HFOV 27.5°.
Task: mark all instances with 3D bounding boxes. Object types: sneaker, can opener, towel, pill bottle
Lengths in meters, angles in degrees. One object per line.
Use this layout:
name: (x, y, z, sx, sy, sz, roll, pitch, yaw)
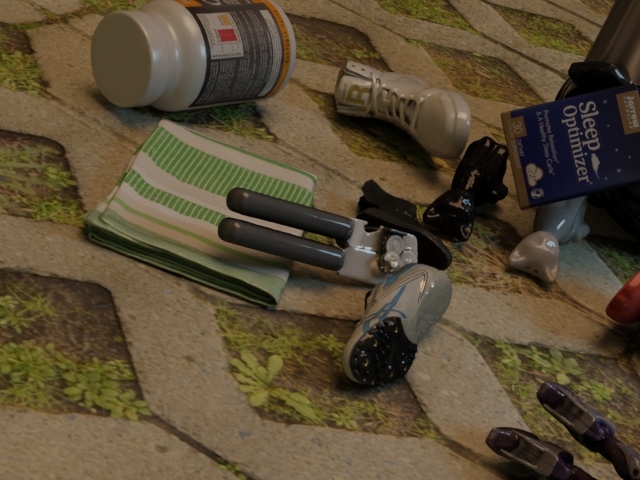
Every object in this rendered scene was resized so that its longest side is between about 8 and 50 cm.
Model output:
sneaker: (0.114, -0.021, 1.741, 0.170, 0.051, 0.089, 27, 33, 19)
sneaker: (0.075, 0.096, 1.494, 0.086, 0.085, 0.237, 3, 23, 27)
sneaker: (0.109, -0.200, 1.992, 0.169, 0.108, 0.292, 7, 15, -19)
can opener: (0.000, 0.000, 1.584, 0.280, 0.074, 0.093, 15, 0, -33)
towel: (-0.138, -0.046, 1.635, 0.248, 0.038, 0.325, 21, 28, -1)
pill bottle: (-0.180, -0.268, 1.870, 0.162, 0.162, 0.278, 38, 32, 30)

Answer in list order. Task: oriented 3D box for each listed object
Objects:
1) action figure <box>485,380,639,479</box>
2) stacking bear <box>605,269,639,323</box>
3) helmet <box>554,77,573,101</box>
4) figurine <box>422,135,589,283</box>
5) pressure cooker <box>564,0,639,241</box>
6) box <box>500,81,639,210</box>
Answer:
action figure: (0.302, 0.246, 1.290, 0.099, 0.185, 0.285, 43, -7, -40)
stacking bear: (0.531, 0.127, 1.651, 0.289, 0.175, 0.164, 43, 4, 19)
helmet: (0.477, -0.220, 2.215, 0.169, 0.161, 0.169, 16, 28, -9)
figurine: (0.267, -0.033, 1.845, 0.215, 0.092, 0.209, 27, 36, 11)
pressure cooker: (0.560, -0.188, 1.959, 0.370, 0.420, 0.375, 27, -12, 12)
box: (0.368, -0.131, 1.773, 0.225, 0.136, 0.036, -12, -11, 9)
